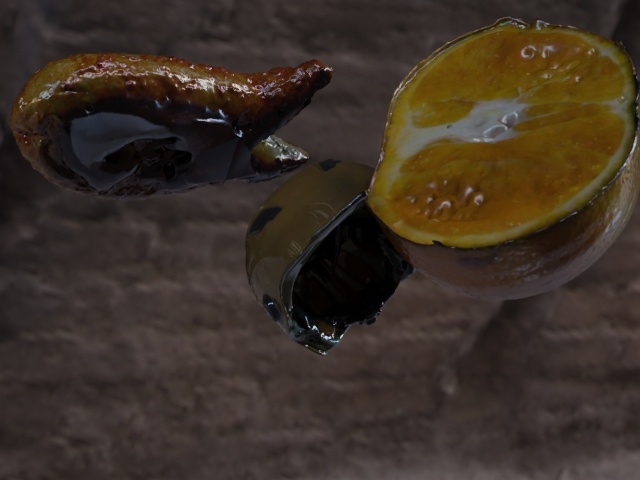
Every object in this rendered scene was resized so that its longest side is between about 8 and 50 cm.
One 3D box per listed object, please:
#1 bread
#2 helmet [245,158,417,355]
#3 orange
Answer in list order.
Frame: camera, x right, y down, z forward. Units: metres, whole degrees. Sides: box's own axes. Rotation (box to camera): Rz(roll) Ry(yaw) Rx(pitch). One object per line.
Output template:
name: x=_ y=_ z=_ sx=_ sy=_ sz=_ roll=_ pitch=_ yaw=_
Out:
bread: x=-0.125 y=-0.099 z=1.494 sx=0.269 sy=0.139 sz=0.095 roll=-7 pitch=51 yaw=-30
helmet: x=0.000 y=0.000 z=1.843 sx=0.198 sy=0.224 sz=0.130 roll=-44 pitch=60 yaw=-14
orange: x=0.176 y=-0.074 z=1.717 sx=0.274 sy=0.274 sz=0.310 roll=24 pitch=13 yaw=7
